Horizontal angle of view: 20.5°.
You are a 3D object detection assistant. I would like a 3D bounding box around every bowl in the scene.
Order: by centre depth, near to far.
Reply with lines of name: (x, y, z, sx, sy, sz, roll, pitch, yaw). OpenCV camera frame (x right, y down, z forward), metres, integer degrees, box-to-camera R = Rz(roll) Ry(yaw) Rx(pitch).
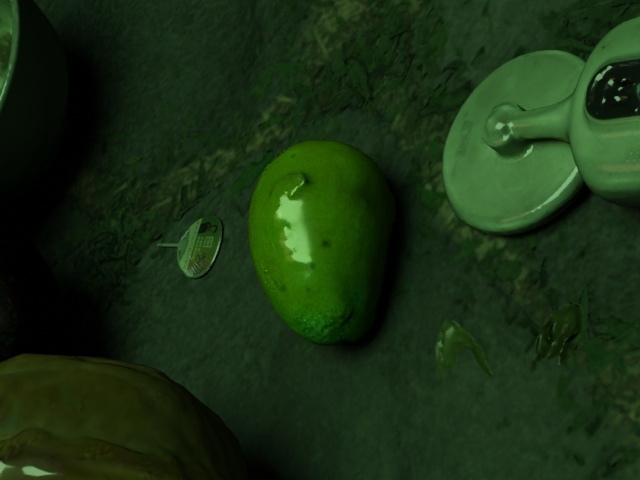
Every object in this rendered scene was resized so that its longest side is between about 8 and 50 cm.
bowl: (-0.351, -0.127, 1.794, 0.289, 0.146, 0.289, -19, 59, 35)

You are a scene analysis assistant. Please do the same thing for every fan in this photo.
fan: (-0.115, -0.001, 1.615, 0.060, 0.003, 0.080, -54, 44, 6)

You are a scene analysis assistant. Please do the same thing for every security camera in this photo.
security camera: (0.199, -0.091, 1.329, 0.301, 0.080, 0.157, -6, 65, 43)

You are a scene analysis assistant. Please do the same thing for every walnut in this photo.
walnut: (-0.201, 0.237, 1.355, 0.344, 0.306, 0.306, -10, 62, 23)

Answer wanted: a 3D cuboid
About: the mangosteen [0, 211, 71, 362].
mangosteen: (-0.382, 0.096, 1.621, 0.306, 0.306, 0.359, -64, 7, -4)

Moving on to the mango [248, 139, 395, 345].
mango: (-0.001, 0.000, 1.444, 0.119, 0.100, 0.178, -20, 64, 31)
